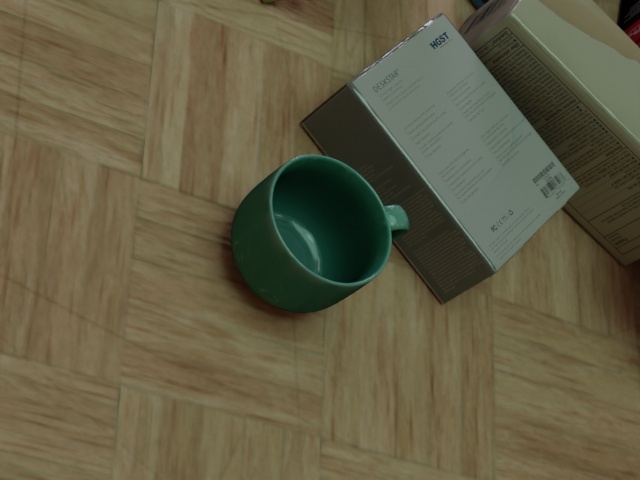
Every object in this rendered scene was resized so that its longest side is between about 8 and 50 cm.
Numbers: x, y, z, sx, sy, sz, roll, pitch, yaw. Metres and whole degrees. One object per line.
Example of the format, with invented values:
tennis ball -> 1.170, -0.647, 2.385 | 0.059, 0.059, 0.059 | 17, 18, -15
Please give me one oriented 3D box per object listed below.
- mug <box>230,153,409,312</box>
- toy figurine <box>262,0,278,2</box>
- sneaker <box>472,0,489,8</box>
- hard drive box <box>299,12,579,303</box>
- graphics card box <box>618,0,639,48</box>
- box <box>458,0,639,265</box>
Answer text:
mug -> -0.005, 0.005, 1.398 | 0.157, 0.097, 0.129 | 28, 53, -23
toy figurine -> 0.088, -0.361, 1.641 | 0.362, 0.217, 0.191 | -16, 91, 3
sneaker -> 0.236, -0.255, 1.722 | 0.188, 0.078, 0.067 | 48, 49, -7
hard drive box -> 0.123, -0.085, 1.543 | 0.232, 0.089, 0.181 | 53, 48, -2
graphics card box -> 0.477, -0.379, 1.860 | 0.094, 0.233, 0.371 | 29, 52, -20
box -> 0.286, -0.134, 1.652 | 0.311, 0.148, 0.121 | 44, 50, -12
